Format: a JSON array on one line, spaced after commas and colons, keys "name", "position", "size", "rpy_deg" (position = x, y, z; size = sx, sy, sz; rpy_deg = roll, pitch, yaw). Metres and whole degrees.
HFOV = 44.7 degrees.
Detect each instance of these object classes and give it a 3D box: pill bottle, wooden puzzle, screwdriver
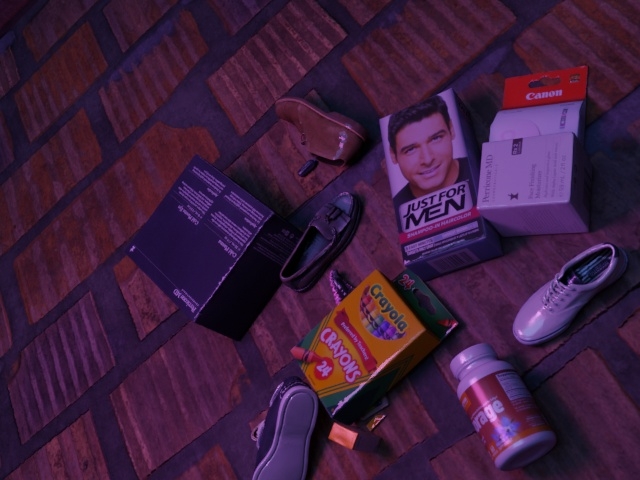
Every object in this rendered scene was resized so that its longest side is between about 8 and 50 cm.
[{"name": "pill bottle", "position": [0.328, 0.302, 1.437], "size": [0.121, 0.121, 0.216], "rpy_deg": [-37, 53, 14]}, {"name": "wooden puzzle", "position": [0.102, 0.334, 1.640], "size": [0.078, 0.014, 0.116], "rpy_deg": [-40, 53, 12]}, {"name": "screwdriver", "position": [0.007, -0.221, 1.952], "size": [0.170, 0.024, 0.025], "rpy_deg": [-44, 23, 1]}]

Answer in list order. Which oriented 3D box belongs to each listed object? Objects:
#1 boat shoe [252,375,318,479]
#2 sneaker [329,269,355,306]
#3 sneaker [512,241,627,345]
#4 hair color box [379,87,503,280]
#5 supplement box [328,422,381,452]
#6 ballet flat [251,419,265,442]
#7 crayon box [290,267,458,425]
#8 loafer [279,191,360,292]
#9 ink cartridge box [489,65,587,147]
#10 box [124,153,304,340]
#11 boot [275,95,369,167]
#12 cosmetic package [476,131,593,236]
[{"name": "boat shoe", "position": [-0.079, 0.437, 1.656], "size": [0.302, 0.114, 0.091], "rpy_deg": [-69, 19, 6]}, {"name": "sneaker", "position": [0.056, 0.115, 1.758], "size": [0.057, 0.047, 0.119], "rpy_deg": [-19, 60, 3]}, {"name": "sneaker", "position": [0.458, 0.093, 1.464], "size": [0.258, 0.091, 0.094], "rpy_deg": [-45, 52, 8]}, {"name": "hair color box", "position": [0.254, -0.122, 1.682], "size": [0.185, 0.114, 0.374], "rpy_deg": [-21, 58, 25]}, {"name": "supplement box", "position": [0.070, 0.400, 1.577], "size": [0.062, 0.098, 0.036], "rpy_deg": [16, 82, 36]}, {"name": "ballet flat", "position": [-0.086, 0.390, 1.714], "size": [0.168, 0.052, 0.057], "rpy_deg": [-47, 51, 7]}, {"name": "crayon box", "position": [0.107, 0.206, 1.641], "size": [0.318, 0.081, 0.202], "rpy_deg": [-45, 47, 7]}, {"name": "loafer", "position": [0.000, 0.000, 1.808], "size": [0.096, 0.084, 0.267], "rpy_deg": [32, 90, 29]}, {"name": "ink cartridge box", "position": [0.460, -0.267, 1.650], "size": [0.189, 0.066, 0.232], "rpy_deg": [-2, 72, 33]}, {"name": "box", "position": [-0.257, 0.013, 1.916], "size": [0.343, 0.179, 0.312], "rpy_deg": [38, 91, 39]}, {"name": "boot", "position": [-0.024, -0.273, 1.931], "size": [0.305, 0.112, 0.115], "rpy_deg": [29, 87, 40]}, {"name": "cosmetic package", "position": [0.425, -0.106, 1.537], "size": [0.184, 0.151, 0.151], "rpy_deg": [-4, 66, 32]}]
